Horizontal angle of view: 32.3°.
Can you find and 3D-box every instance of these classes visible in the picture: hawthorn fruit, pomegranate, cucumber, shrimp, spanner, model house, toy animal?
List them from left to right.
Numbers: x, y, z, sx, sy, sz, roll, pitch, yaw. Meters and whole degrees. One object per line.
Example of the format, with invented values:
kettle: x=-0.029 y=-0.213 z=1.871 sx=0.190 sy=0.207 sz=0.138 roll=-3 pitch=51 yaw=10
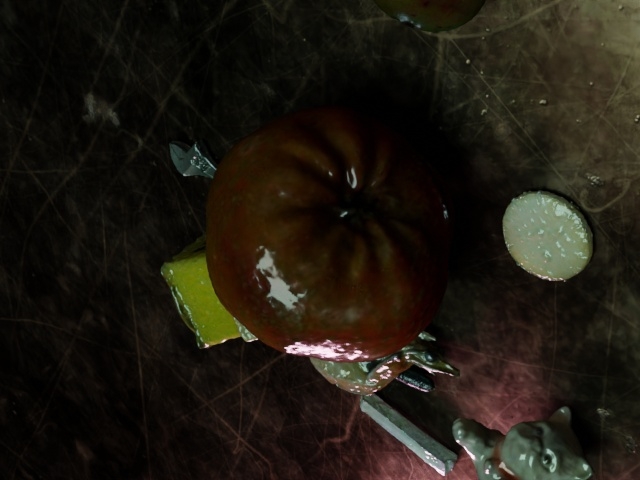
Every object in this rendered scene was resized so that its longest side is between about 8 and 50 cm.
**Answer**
spanner: x=-0.154 y=-0.096 z=2.012 sx=0.325 sy=0.026 sz=0.093 roll=35 pitch=136 yaw=19
model house: x=-0.140 y=0.078 z=2.002 sx=0.234 sy=0.174 sz=0.193 roll=-10 pitch=109 yaw=48
hawthorn fruit: x=0.000 y=0.000 z=1.703 sx=0.402 sy=0.403 sz=0.403 roll=22 pitch=130 yaw=30
shrimp: x=0.099 y=0.202 z=1.931 sx=0.317 sy=0.077 sz=0.168 roll=19 pitch=113 yaw=33
cucumber: x=0.148 y=0.235 z=1.957 sx=0.133 sy=0.032 sz=0.032 roll=23 pitch=130 yaw=29
pomegranate: x=0.151 y=-0.383 z=1.463 sx=0.180 sy=0.180 sz=0.210 roll=19 pitch=92 yaw=32
toy animal: x=0.367 y=0.432 z=1.781 sx=0.266 sy=0.188 sz=0.308 roll=59 pitch=-170 yaw=-56

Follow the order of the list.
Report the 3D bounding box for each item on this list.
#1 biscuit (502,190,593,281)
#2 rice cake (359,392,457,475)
biscuit: x=0.335 y=-0.006 z=1.638 sx=0.152 sy=0.020 sz=0.152 roll=23 pitch=130 yaw=30
rice cake: x=0.159 y=0.350 z=2.021 sx=0.211 sy=0.034 sz=0.043 roll=37 pitch=144 yaw=17
